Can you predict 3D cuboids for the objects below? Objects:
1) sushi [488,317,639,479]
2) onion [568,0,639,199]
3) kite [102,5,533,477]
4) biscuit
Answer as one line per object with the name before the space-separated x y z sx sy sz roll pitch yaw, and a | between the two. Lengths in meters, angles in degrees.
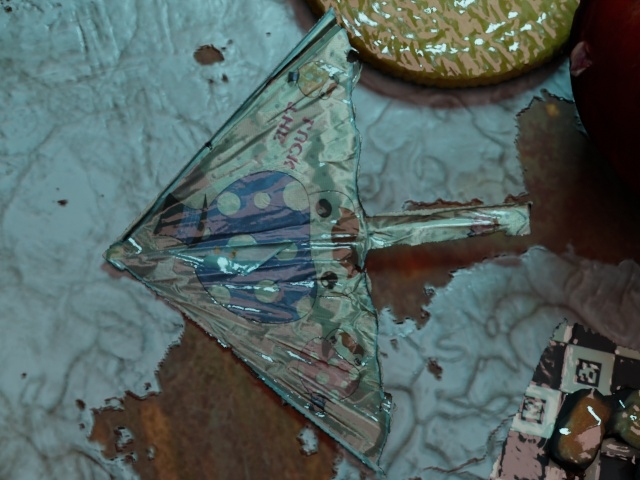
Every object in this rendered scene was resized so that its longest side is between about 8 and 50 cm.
sushi | 0.295 0.196 1.049 0.279 0.043 0.192 28 75 1
onion | 0.358 -0.149 1.002 0.341 0.341 0.341 1 77 -6
kite | 0.000 0.000 1.066 0.368 0.014 0.406 -5 83 -3
biscuit | 0.116 -0.281 1.138 0.305 0.038 0.305 1 81 -6
